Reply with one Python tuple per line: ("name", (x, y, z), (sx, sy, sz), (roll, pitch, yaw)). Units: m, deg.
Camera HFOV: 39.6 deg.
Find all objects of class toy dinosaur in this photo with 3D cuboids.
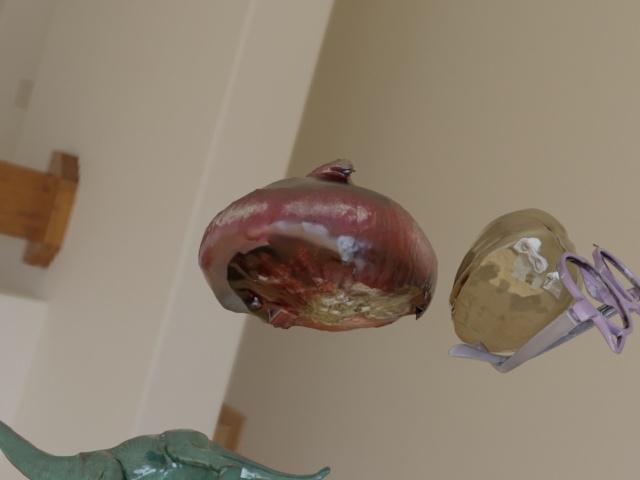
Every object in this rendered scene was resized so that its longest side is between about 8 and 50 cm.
("toy dinosaur", (-0.235, 0.263, 1.136), (0.384, 0.129, 0.331), (-11, 28, -32))

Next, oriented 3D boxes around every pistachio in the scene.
("pistachio", (0.162, 0.039, 0.745), (0.113, 0.149, 0.113), (14, 45, -15))

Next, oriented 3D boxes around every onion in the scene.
("onion", (0.000, 0.000, 1.033), (0.272, 0.195, 0.272), (8, -25, 4))

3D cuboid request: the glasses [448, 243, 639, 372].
("glasses", (0.133, 0.058, 0.515), (0.062, 0.104, 0.140), (55, 25, 17))
